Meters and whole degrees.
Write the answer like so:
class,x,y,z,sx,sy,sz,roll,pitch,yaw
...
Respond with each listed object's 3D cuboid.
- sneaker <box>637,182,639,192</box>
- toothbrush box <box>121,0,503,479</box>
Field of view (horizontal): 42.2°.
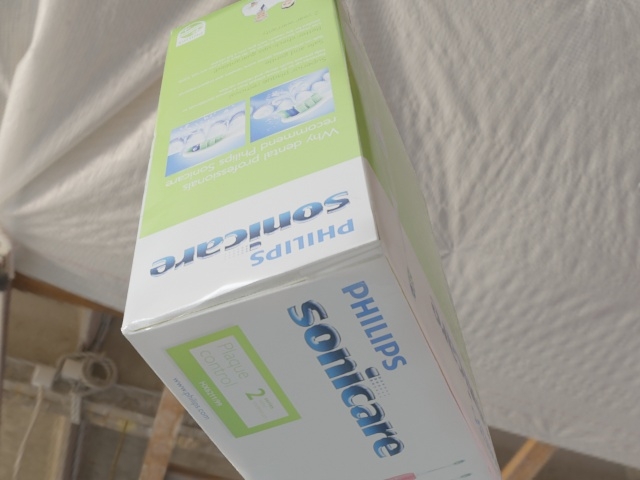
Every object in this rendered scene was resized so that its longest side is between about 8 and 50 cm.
class,x,y,z,sx,sy,sz,roll,pitch,yaw
sneaker,0.378,-0.023,0.496,0.331,0.122,0.146,25,-82,-2
toothbrush box,0.000,0.000,0.492,0.122,0.283,0.206,-21,-51,10
